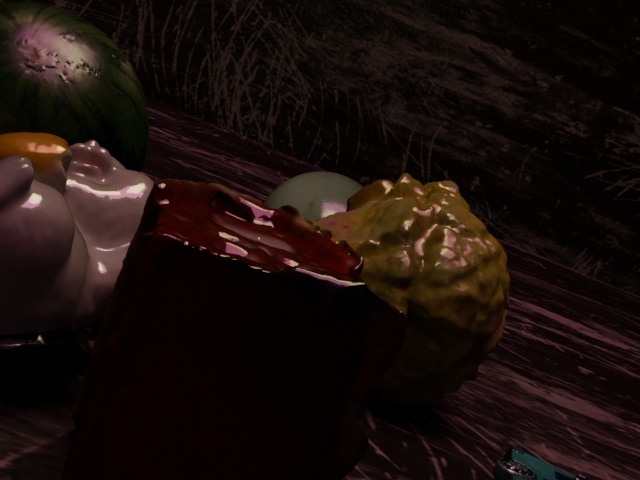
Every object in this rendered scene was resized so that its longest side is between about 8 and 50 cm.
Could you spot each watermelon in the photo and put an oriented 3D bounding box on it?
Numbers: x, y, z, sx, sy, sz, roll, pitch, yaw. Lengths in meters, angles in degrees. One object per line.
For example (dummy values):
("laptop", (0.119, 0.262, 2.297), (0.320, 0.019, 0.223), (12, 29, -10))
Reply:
("watermelon", (-0.291, -0.118, 1.057), (0.242, 0.242, 0.242), (22, 10, -4))

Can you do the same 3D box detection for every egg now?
("egg", (0.000, 0.000, 1.300), (0.168, 0.168, 0.231), (22, 11, -4))

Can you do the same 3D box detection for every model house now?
("model house", (-0.070, 0.070, 0.701), (0.160, 0.196, 0.254), (18, 10, -15))

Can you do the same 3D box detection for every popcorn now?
("popcorn", (0.084, 0.053, 1.092), (0.259, 0.212, 0.259), (-16, 17, 5))

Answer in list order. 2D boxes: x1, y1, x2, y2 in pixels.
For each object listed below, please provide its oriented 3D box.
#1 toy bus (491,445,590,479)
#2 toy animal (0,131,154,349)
("toy bus", (0.157, 0.218, 0.761), (0.092, 0.079, 0.160), (23, 11, 5))
("toy animal", (-0.219, -0.004, 0.806), (0.209, 0.154, 0.325), (4, 2, -7))
